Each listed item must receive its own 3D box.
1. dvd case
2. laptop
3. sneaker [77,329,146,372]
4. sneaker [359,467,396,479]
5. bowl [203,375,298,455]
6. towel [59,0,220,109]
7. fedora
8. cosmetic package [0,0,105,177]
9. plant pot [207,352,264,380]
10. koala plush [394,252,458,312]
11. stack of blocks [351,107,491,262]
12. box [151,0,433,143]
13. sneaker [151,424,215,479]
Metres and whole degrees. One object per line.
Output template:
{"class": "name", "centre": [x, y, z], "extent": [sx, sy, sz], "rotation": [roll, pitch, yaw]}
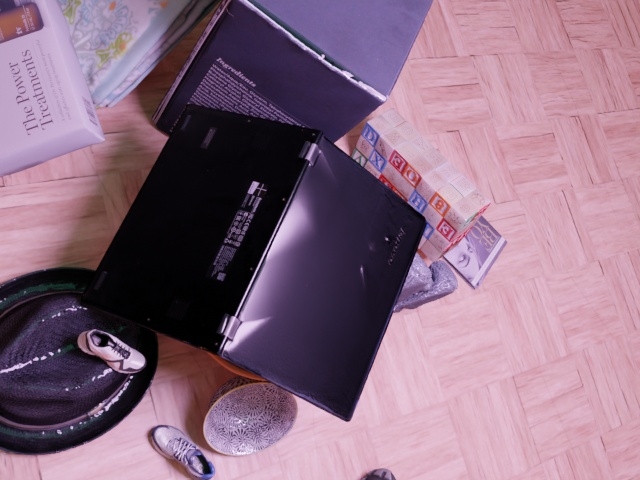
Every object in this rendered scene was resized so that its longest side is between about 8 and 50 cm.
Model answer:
{"class": "dvd case", "centre": [0.325, -0.017, 1.595], "extent": [0.221, 0.018, 0.164], "rotation": [45, 60, -8]}
{"class": "laptop", "centre": [-0.090, 0.027, 1.122], "extent": [0.408, 0.236, 0.382], "rotation": [16, 69, 22]}
{"class": "sneaker", "centre": [-0.311, 0.168, 1.030], "extent": [0.109, 0.044, 0.040], "rotation": [30, 55, -23]}
{"class": "sneaker", "centre": [0.091, 0.561, 1.268], "extent": [0.106, 0.101, 0.267], "rotation": [38, 61, -34]}
{"class": "bowl", "centre": [-0.132, 0.294, 1.217], "extent": [0.170, 0.080, 0.170], "rotation": [-9, 122, -15]}
{"class": "towel", "centre": [-0.369, -0.457, 1.205], "extent": [0.374, 0.090, 0.320], "rotation": [-41, 82, 10]}
{"class": "fedora", "centre": [-0.413, 0.178, 1.087], "extent": [0.334, 0.152, 0.334], "rotation": [8, 70, -24]}
{"class": "cosmetic package", "centre": [-0.559, -0.297, 1.129], "extent": [0.284, 0.097, 0.377], "rotation": [-21, 83, 1]}
{"class": "plant pot", "centre": [-0.098, 0.107, 1.215], "extent": [0.291, 0.203, 0.290], "rotation": [3, 75, -12]}
{"class": "koala plush", "centre": [0.135, 0.028, 1.402], "extent": [0.196, 0.203, 0.221], "rotation": [18, 50, -54]}
{"class": "stack of blocks", "centre": [0.201, -0.118, 1.474], "extent": [0.087, 0.171, 0.297], "rotation": [-33, 72, -31]}
{"class": "box", "centre": [-0.030, -0.407, 1.277], "extent": [0.297, 0.472, 0.480], "rotation": [32, 63, -14]}
{"class": "sneaker", "centre": [-0.230, 0.363, 1.174], "extent": [0.135, 0.058, 0.052], "rotation": [41, 61, -9]}
